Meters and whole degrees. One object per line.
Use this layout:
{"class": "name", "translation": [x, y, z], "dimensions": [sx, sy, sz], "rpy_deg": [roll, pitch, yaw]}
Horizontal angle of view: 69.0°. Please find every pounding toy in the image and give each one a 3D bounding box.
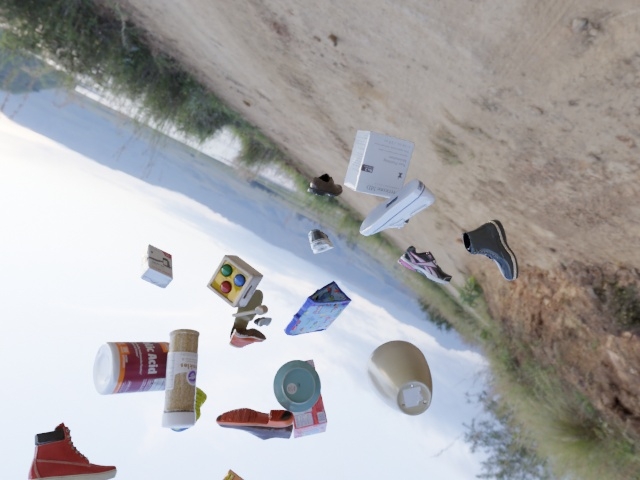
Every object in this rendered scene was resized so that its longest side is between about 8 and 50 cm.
{"class": "pounding toy", "translation": [-0.268, 0.178, 1.530], "dimensions": [0.206, 0.181, 0.094], "rpy_deg": [34, -172, 17]}

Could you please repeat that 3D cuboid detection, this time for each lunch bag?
{"class": "lunch bag", "translation": [-0.030, 0.326, 2.110], "dimensions": [0.138, 0.221, 0.293], "rpy_deg": [47, -153, 20]}

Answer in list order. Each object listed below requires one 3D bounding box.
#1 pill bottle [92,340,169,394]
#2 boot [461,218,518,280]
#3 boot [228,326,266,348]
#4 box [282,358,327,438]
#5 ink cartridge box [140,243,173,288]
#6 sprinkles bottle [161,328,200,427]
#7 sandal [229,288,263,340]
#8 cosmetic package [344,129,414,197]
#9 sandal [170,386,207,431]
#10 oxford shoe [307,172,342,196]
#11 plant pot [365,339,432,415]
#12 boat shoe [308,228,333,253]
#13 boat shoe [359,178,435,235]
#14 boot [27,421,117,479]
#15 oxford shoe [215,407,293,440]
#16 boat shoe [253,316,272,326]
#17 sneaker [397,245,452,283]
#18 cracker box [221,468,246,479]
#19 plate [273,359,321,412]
{"class": "pill bottle", "translation": [-0.779, 0.565, 2.087], "dimensions": [0.392, 0.224, 0.224], "rpy_deg": [12, -169, -45]}
{"class": "boot", "translation": [0.523, 0.046, 1.455], "dimensions": [0.137, 0.198, 0.077], "rpy_deg": [-18, 171, -20]}
{"class": "boot", "translation": [-0.297, 0.403, 1.895], "dimensions": [0.158, 0.084, 0.059], "rpy_deg": [17, -158, -38]}
{"class": "box", "translation": [-0.076, 0.713, 2.104], "dimensions": [0.154, 0.142, 0.300], "rpy_deg": [-8, -128, -11]}
{"class": "ink cartridge box", "translation": [-0.634, 0.100, 1.803], "dimensions": [0.109, 0.063, 0.150], "rpy_deg": [34, -160, -38]}
{"class": "sprinkles bottle", "translation": [-0.529, 0.522, 1.770], "dimensions": [0.121, 0.355, 0.121], "rpy_deg": [-3, 156, -1]}
{"class": "sandal", "translation": [-0.314, 0.311, 1.953], "dimensions": [0.088, 0.240, 0.079], "rpy_deg": [25, 174, -6]}
{"class": "cosmetic package", "translation": [0.181, -0.239, 1.465], "dimensions": [0.151, 0.184, 0.151], "rpy_deg": [10, -168, -13]}
{"class": "sandal", "translation": [-0.623, 0.806, 2.156], "dimensions": [0.126, 0.138, 0.317], "rpy_deg": [35, -175, 1]}
{"class": "oxford shoe", "translation": [0.039, -0.253, 2.113], "dimensions": [0.083, 0.096, 0.227], "rpy_deg": [26, -164, 29]}
{"class": "plant pot", "translation": [0.314, 0.538, 1.746], "dimensions": [0.256, 0.256, 0.274], "rpy_deg": [25, -177, -4]}
{"class": "boat shoe", "translation": [0.000, 0.000, 1.685], "dimensions": [0.078, 0.070, 0.219], "rpy_deg": [-18, 171, 1]}
{"class": "boat shoe", "translation": [0.214, -0.072, 1.322], "dimensions": [0.084, 0.095, 0.258], "rpy_deg": [35, 140, -17]}
{"class": "boot", "translation": [-0.719, 0.629, 1.378], "dimensions": [0.088, 0.176, 0.244], "rpy_deg": [-30, 144, 35]}
{"class": "oxford shoe", "translation": [-0.230, 0.648, 1.614], "dimensions": [0.271, 0.098, 0.097], "rpy_deg": [1, -167, 6]}
{"class": "boat shoe", "translation": [-0.267, 0.375, 2.161], "dimensions": [0.038, 0.046, 0.125], "rpy_deg": [20, -172, 23]}
{"class": "sneaker", "translation": [0.339, 0.075, 1.457], "dimensions": [0.178, 0.077, 0.072], "rpy_deg": [25, -174, -8]}
{"class": "cracker box", "translation": [-0.120, 0.636, 1.073], "dimensions": [0.155, 0.067, 0.232], "rpy_deg": [6, 139, 47]}
{"class": "plate", "translation": [-0.082, 0.533, 1.711], "dimensions": [0.188, 0.188, 0.024], "rpy_deg": [25, 153, -12]}
